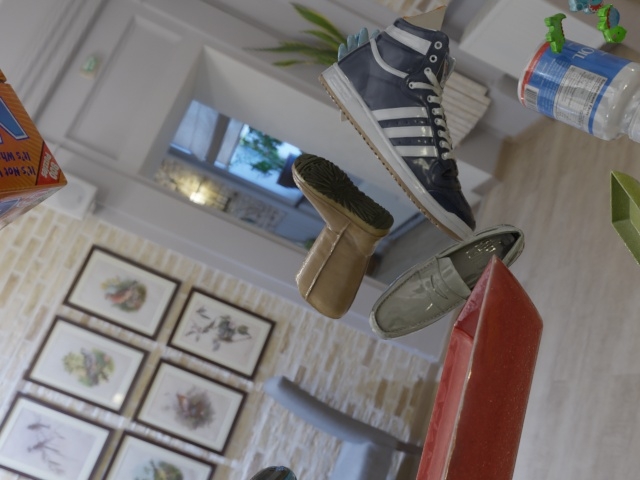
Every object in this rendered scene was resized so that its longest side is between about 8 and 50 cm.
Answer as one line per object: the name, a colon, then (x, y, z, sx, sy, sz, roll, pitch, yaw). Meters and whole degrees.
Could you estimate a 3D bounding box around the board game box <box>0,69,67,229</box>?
board game box: (-0.649, -0.126, 0.818, 0.356, 0.356, 0.356, -30, 3, 14)

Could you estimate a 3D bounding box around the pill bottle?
pill bottle: (0.439, -0.233, 0.998, 0.124, 0.221, 0.124, -32, -40, -31)

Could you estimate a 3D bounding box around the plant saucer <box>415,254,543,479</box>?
plant saucer: (0.108, 0.169, 0.487, 0.258, 0.047, 0.259, 72, -147, -71)

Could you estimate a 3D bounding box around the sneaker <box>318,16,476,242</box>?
sneaker: (0.135, -0.144, 0.770, 0.153, 0.282, 0.099, -38, -11, 11)

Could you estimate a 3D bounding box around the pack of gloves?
pack of gloves: (0.119, -0.332, 1.164, 0.232, 0.195, 0.046, 85, 165, -65)

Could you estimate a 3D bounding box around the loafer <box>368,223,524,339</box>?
loafer: (0.225, 0.069, 1.132, 0.319, 0.112, 0.111, -36, -11, -4)

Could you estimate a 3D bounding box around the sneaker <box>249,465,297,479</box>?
sneaker: (-0.175, 0.408, 0.814, 0.341, 0.139, 0.125, -41, -44, -22)

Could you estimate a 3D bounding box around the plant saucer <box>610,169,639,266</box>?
plant saucer: (0.678, -0.036, 1.331, 0.188, 0.045, 0.188, 60, -167, -46)

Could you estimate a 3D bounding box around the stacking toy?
stacking toy: (0.364, -0.376, 0.864, 0.167, 0.052, 0.221, -116, 16, -75)

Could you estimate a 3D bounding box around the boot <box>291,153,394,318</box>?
boot: (0.000, 0.000, 1.225, 0.089, 0.236, 0.270, -31, -23, -42)
